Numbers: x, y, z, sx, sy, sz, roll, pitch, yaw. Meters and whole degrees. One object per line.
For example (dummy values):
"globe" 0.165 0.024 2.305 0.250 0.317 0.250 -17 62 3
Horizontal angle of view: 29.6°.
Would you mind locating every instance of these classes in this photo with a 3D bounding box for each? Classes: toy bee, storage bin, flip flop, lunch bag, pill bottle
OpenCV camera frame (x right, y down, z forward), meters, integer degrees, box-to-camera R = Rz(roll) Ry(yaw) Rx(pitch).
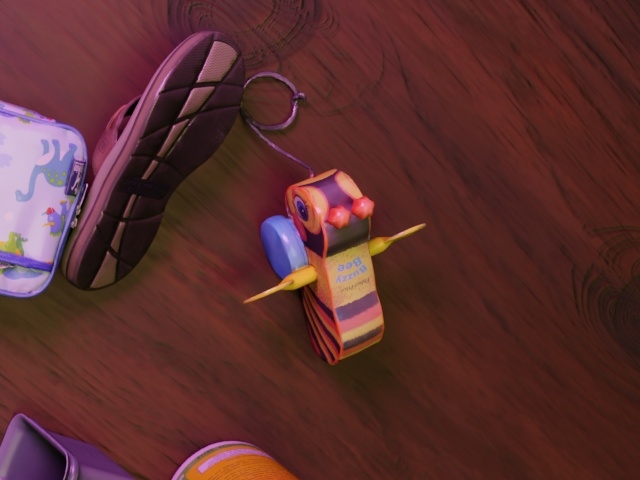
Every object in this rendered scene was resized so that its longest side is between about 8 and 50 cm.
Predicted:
"toy bee" 0.000 0.000 1.197 0.195 0.162 0.298 -43 114 -11
"storage bin" -0.240 0.234 1.143 0.091 0.135 0.098 21 89 -37
"flip flop" -0.170 -0.081 1.147 0.112 0.080 0.277 17 108 -54
"lunch bag" -0.325 -0.046 1.073 0.219 0.090 0.176 18 94 -26
"pill bottle" -0.052 0.294 1.174 0.136 0.245 0.136 -5 101 -25
